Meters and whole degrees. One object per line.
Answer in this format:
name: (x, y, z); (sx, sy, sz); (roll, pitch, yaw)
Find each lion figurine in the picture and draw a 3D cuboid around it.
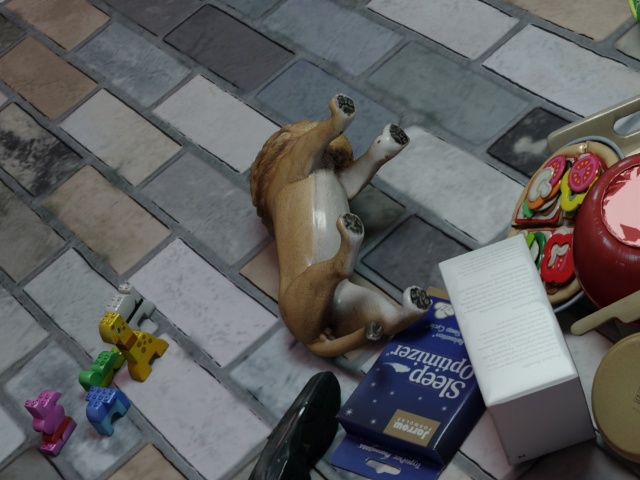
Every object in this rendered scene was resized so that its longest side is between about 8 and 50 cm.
lion figurine: (0.000, 0.000, 1.898); (0.240, 0.142, 0.392); (-43, 32, 41)

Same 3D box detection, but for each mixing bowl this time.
mixing bowl: (0.318, -0.016, 1.615); (0.181, 0.098, 0.181); (-7, 67, 17)

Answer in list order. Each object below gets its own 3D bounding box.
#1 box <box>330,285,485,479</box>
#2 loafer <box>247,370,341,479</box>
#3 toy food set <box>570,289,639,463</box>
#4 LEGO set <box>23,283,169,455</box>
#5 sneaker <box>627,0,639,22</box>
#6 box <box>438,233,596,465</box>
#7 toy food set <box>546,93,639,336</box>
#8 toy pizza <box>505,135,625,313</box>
box: (0.111, 0.150, 1.751); (0.136, 0.036, 0.225); (13, 57, 42)
loafer: (-0.031, 0.206, 1.766); (0.061, 0.062, 0.170); (-2, 45, 38)
toy food set: (0.311, 0.144, 1.571); (0.132, 0.038, 0.192); (-28, 66, 34)
LEGO set: (-0.251, 0.134, 1.960); (0.087, 0.093, 0.227); (5, 51, 37)
sneaker: (0.499, -0.290, 1.936); (0.295, 0.109, 0.123); (-12, 65, 20)
box: (0.189, 0.105, 1.636); (0.091, 0.130, 0.170); (-20, 54, 4)
toy food set: (0.369, -0.050, 1.748); (0.219, 0.092, 0.306); (-23, 39, 11)
toy pizza: (0.246, -0.018, 1.766); (0.201, 0.032, 0.201); (-43, 35, 41)
